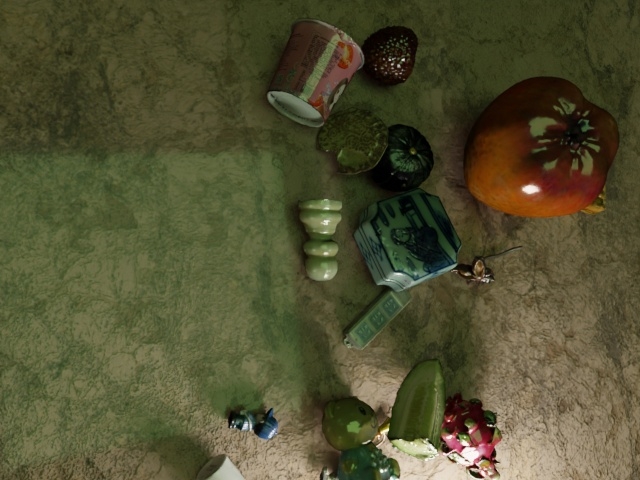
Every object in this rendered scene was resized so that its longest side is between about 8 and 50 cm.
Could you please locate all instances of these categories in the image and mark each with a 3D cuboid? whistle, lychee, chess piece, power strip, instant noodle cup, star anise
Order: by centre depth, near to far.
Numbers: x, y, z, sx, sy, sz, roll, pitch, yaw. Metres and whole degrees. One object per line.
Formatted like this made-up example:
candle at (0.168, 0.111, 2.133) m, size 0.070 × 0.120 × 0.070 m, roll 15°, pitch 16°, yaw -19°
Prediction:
instant noodle cup at (-0.023, -0.482, 1.524) m, size 0.243 × 0.243 × 0.231 m, roll 27°, pitch 82°, yaw -17°
chess piece at (0.000, 0.000, 1.542) m, size 0.133 × 0.133 × 0.243 m, roll -1°, pitch 92°, yaw -22°
whistle at (0.178, 0.595, 1.593) m, size 0.109 × 0.057 × 0.046 m, roll -31°, pitch 51°, yaw -13°
power strip at (0.179, 0.234, 1.616) m, size 0.272 × 0.052 × 0.078 m, roll -41°, pitch 98°, yaw -20°
lychee at (0.219, -0.596, 1.663) m, size 0.188 × 0.188 × 0.188 m, roll 2°, pitch 83°, yaw -21°
star anise at (0.579, 0.055, 1.778) m, size 0.219 × 0.148 × 0.227 m, roll 17°, pitch 45°, yaw 13°

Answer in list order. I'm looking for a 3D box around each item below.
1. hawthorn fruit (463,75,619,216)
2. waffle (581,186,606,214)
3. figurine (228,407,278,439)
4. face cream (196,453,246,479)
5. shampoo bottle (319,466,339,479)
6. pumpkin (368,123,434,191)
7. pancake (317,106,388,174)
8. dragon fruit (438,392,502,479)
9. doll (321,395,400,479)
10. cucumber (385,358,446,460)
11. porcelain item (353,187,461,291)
hawthorn fruit at (0.691, -0.283, 1.673) m, size 0.472 × 0.472 × 0.471 m, roll 2°, pitch 83°, yaw -21°
waffle at (0.935, -0.232, 1.945) m, size 0.328 × 0.098 × 0.224 m, roll 10°, pitch 83°, yaw -20°
figurine at (-0.184, 0.510, 1.432) m, size 0.136 × 0.079 × 0.077 m, roll 7°, pitch 123°, yaw -25°
face cream at (-0.194, 0.739, 1.389) m, size 0.102 × 0.102 × 0.345 m, roll -37°, pitch 97°, yaw -21°
shampoo bottle at (0.096, 0.702, 1.531) m, size 0.208 × 0.057 × 0.063 m, roll 11°, pitch 81°, yaw -21°
pumpkin at (0.250, -0.260, 1.640) m, size 0.221 × 0.162 × 0.220 m, roll 5°, pitch 79°, yaw -25°
pancake at (0.100, -0.309, 1.585) m, size 0.212 × 0.029 × 0.235 m, roll -32°, pitch 68°, yaw 7°
dragon fruit at (0.464, 0.621, 1.628) m, size 0.219 × 0.198 × 0.272 m, roll -23°, pitch 117°, yaw -33°
doll at (0.101, 0.576, 1.470) m, size 0.177 × 0.162 × 0.260 m, roll 9°, pitch 56°, yaw -54°
cucumber at (0.306, 0.504, 1.564) m, size 0.105 × 0.145 × 0.325 m, roll 64°, pitch 31°, yaw -25°
porcelain item at (0.272, -0.004, 1.597) m, size 0.286 × 0.157 × 0.281 m, roll -18°, pitch 77°, yaw -23°
